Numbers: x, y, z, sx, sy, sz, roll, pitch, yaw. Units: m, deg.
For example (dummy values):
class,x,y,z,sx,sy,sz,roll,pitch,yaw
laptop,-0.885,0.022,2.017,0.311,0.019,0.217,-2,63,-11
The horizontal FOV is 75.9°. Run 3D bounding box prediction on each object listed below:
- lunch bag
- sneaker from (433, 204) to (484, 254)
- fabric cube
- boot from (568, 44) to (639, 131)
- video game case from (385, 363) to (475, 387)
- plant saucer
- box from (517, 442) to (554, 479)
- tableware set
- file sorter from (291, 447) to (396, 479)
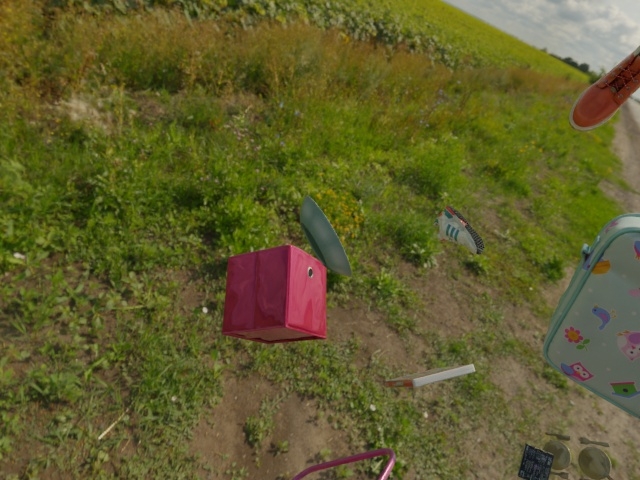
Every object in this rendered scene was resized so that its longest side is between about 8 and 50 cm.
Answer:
class,x,y,z,sx,sy,sz,roll,pitch,yaw
lunch bag,0.466,0.105,0.587,0.223,0.280,0.107,30,34,30
sneaker,0.332,-0.011,1.002,0.057,0.075,0.161,19,34,-37
fabric cube,-0.143,0.191,1.363,0.254,0.258,0.259,35,49,-54
boot,0.445,-0.236,0.612,0.059,0.158,0.084,48,16,16
video game case,0.348,0.447,1.345,0.203,0.285,0.025,-10,72,-12
plant saucer,0.000,0.000,0.858,0.037,0.195,0.195,-30,55,-9
box,0.547,0.572,1.044,0.067,0.084,0.018,14,-9,24
tableware set,0.782,0.669,1.251,0.039,0.194,0.129,34,62,-25
file sorter,0.057,0.421,0.454,0.182,0.202,0.291,-21,79,-54
